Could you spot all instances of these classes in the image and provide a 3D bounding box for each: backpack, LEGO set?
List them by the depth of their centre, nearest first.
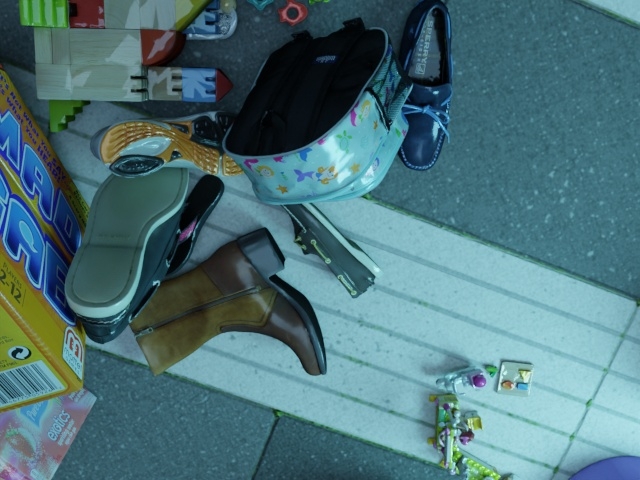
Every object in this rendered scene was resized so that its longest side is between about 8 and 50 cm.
[{"bbox_3d":[-0.005,-0.158,1.081,0.225,0.253,0.191,-1,133,33],"label":"backpack"},{"bbox_3d":[0.258,0.362,1.304,0.132,0.107,0.287,-22,103,3],"label":"LEGO set"}]

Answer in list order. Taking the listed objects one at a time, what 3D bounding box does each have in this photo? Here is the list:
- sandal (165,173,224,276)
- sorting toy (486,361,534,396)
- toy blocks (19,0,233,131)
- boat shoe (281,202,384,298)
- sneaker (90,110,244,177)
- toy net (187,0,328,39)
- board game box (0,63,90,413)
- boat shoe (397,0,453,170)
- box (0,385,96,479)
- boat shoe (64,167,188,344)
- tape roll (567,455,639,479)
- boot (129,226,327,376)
[{"bbox_3d":[-0.215,-0.028,1.217,0.067,0.040,0.179,34,96,29],"label":"sandal"},{"bbox_3d":[0.320,0.236,1.325,0.083,0.012,0.062,7,103,-4],"label":"sorting toy"},{"bbox_3d":[-0.254,-0.339,1.074,0.261,0.191,0.381,1,103,-1],"label":"toy blocks"},{"bbox_3d":[0.000,0.000,1.223,0.228,0.081,0.068,43,94,-13],"label":"boat shoe"},{"bbox_3d":[-0.216,-0.150,1.161,0.262,0.121,0.099,-3,104,-34],"label":"sneaker"},{"bbox_3d":[-0.101,-0.355,1.158,0.232,0.045,0.122,-30,104,7],"label":"toy net"},{"bbox_3d":[-0.541,0.003,0.999,0.357,0.356,0.356,-16,135,2],"label":"board game box"},{"bbox_3d":[0.147,-0.231,1.169,0.109,0.089,0.258,-4,103,-1],"label":"boat shoe"},{"bbox_3d":[-0.469,0.302,1.165,0.154,0.300,0.142,-44,101,8],"label":"box"},{"bbox_3d":[-0.268,0.008,1.120,0.127,0.340,0.113,5,132,-1],"label":"boat shoe"},{"bbox_3d":[0.542,0.523,1.362,0.275,0.090,0.274,0,102,-2],"label":"tape roll"},{"bbox_3d":[-0.153,0.151,1.247,0.280,0.096,0.264,-28,103,5],"label":"boot"}]
